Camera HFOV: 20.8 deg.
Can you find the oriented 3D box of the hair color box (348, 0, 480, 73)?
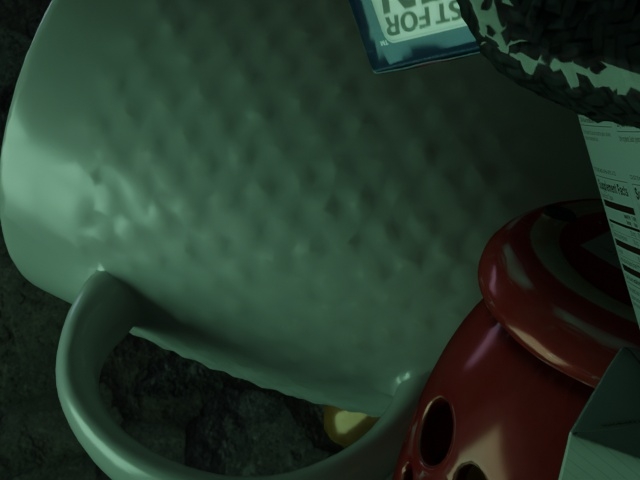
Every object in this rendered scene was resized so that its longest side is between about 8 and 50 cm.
[{"bbox_3d":[0.054,-0.264,0.741,0.105,0.174,0.347,-8,105,47],"label":"hair color box"}]

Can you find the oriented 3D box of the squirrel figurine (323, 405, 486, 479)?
[{"bbox_3d":[0.200,0.104,1.206,0.281,0.397,0.370,28,-113,-44],"label":"squirrel figurine"}]

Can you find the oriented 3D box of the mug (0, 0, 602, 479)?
[{"bbox_3d":[0.000,0.000,1.010,0.374,0.328,0.276,-56,-22,-29],"label":"mug"}]

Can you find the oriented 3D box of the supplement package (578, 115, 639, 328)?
[{"bbox_3d":[0.193,-0.072,0.612,0.149,0.194,0.203,-129,23,-85],"label":"supplement package"}]

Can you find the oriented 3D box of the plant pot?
[{"bbox_3d":[0.138,0.086,0.815,0.191,0.191,0.174,-109,27,-58],"label":"plant pot"}]

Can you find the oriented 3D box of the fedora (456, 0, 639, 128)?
[{"bbox_3d":[0.131,-0.110,0.368,0.334,0.152,0.334,24,127,36],"label":"fedora"}]

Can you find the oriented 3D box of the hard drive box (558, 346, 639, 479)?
[{"bbox_3d":[0.169,0.183,0.681,0.089,0.181,0.232,-41,-36,-59],"label":"hard drive box"}]
